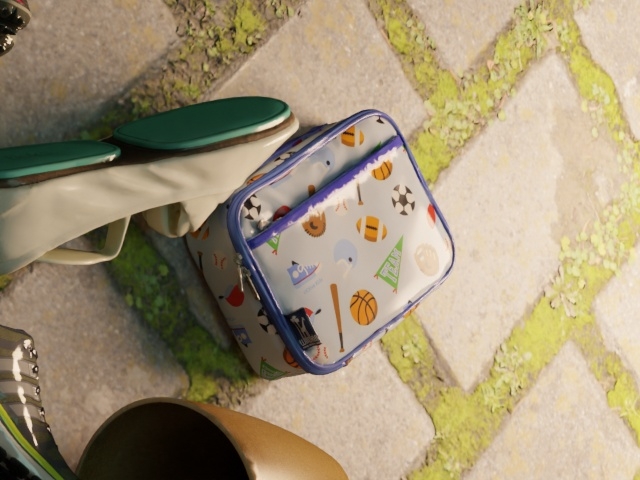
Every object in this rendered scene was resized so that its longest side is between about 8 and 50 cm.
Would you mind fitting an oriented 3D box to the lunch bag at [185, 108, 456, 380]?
[{"bbox_3d":[0.000,0.000,2.152,0.303,0.115,0.243,-36,106,-40],"label":"lunch bag"}]

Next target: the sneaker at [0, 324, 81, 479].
[{"bbox_3d":[-0.299,0.154,1.867,0.300,0.111,0.121,55,49,-25],"label":"sneaker"}]

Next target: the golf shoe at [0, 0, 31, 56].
[{"bbox_3d":[-0.401,-0.268,1.853,0.273,0.105,0.120,26,42,-35],"label":"golf shoe"}]

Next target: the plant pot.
[{"bbox_3d":[-0.084,0.273,1.986,0.254,0.237,0.237,3,82,-56],"label":"plant pot"}]

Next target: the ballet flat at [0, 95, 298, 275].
[{"bbox_3d":[-0.194,-0.053,1.989,0.400,0.139,0.139,-16,95,-38],"label":"ballet flat"}]
